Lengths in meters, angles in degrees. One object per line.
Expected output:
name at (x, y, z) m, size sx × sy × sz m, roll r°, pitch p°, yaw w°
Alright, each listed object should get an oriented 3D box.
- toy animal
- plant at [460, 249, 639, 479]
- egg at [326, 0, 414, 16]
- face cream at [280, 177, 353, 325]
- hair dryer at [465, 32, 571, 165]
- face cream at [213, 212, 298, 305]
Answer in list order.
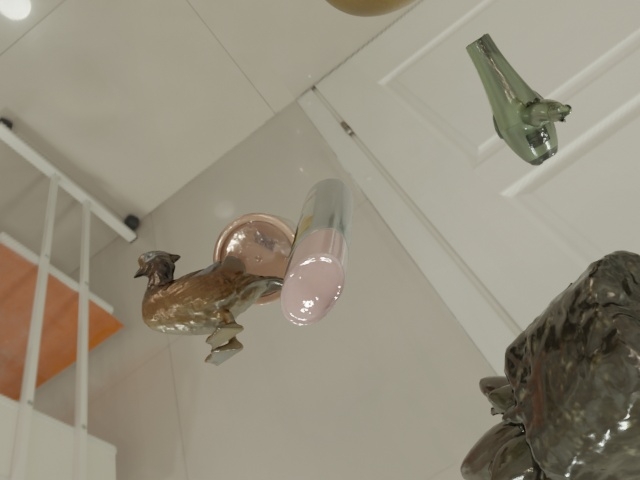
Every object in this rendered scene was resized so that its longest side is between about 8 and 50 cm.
toy animal at (-0.142, 0.062, 0.685) m, size 0.188 × 0.179 × 0.089 m, roll -20°, pitch 145°, yaw -28°
plant at (0.264, 0.176, 0.504) m, size 0.181 × 0.194 × 0.321 m, roll 9°, pitch 131°, yaw 0°
egg at (0.081, -0.437, 0.647) m, size 0.249 × 0.250 × 0.323 m, roll -3°, pitch 149°, yaw -21°
face cream at (0.000, 0.000, 0.538) m, size 0.057 × 0.198 × 0.084 m, roll 25°, pitch 116°, yaw -6°
hair dryer at (0.291, -0.231, 0.794) m, size 0.088 × 0.219 × 0.225 m, roll -33°, pitch 164°, yaw 10°
face cream at (-0.093, 0.030, 0.880) m, size 0.149 × 0.149 × 0.104 m, roll -37°, pitch 174°, yaw 7°
